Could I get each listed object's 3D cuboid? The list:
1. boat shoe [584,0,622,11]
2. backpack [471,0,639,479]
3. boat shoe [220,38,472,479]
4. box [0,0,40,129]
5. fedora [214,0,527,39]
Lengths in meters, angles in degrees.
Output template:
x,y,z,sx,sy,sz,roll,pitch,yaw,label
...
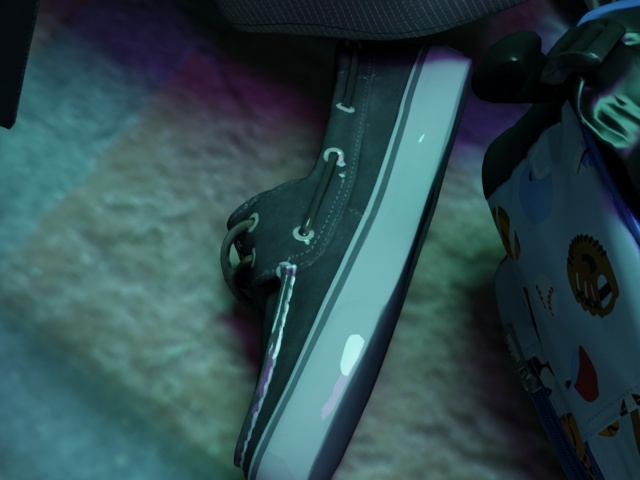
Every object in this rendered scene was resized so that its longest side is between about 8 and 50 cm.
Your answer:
x,y,z,sx,sy,sz,roll,pitch,yaw,label
0.166,-0.295,0.668,0.156,0.187,0.500,-17,78,-35,boat shoe
0.203,0.044,0.481,0.277,0.213,0.263,-11,63,-15,backpack
0.000,0.000,0.509,0.076,0.080,0.228,16,59,8,boat shoe
-0.227,-0.270,0.418,0.294,0.212,0.395,5,62,-19,box
0.032,-0.163,0.554,0.276,0.124,0.243,-14,23,-6,fedora
